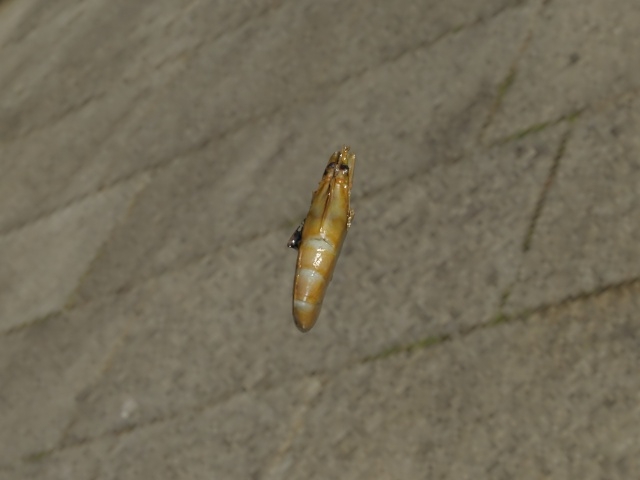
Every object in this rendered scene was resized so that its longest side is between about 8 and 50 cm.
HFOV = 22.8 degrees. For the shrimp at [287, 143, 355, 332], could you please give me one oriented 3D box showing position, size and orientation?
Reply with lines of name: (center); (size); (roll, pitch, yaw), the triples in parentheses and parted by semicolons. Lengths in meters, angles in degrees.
shrimp: (0.008, 0.002, 1.318); (0.045, 0.095, 0.162); (7, 68, 20)
